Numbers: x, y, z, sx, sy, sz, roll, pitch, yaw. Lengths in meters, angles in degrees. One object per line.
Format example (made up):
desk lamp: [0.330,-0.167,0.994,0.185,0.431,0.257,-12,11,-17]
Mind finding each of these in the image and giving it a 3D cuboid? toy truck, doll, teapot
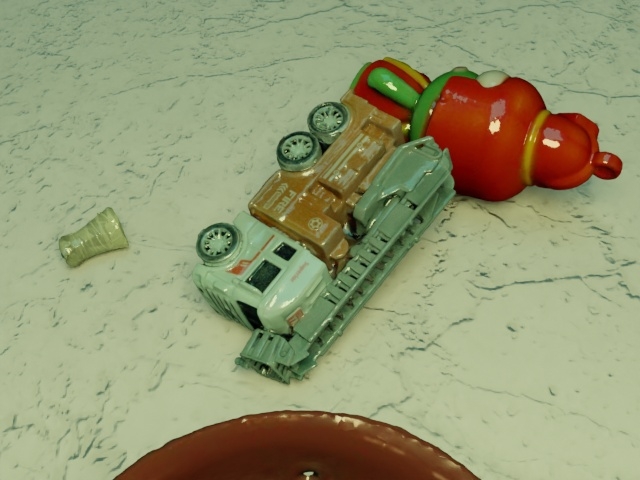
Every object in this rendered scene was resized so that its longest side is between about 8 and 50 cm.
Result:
toy truck: [0.000,0.000,0.884,0.184,0.133,0.338,29,70,28]
doll: [0.203,-0.135,0.987,0.363,0.182,0.160,17,74,27]
teapot: [-0.294,-0.001,0.983,0.083,0.057,0.067,-29,17,-17]

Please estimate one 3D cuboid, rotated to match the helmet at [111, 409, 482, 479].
helmet: [0.002,0.312,0.451,0.384,0.230,0.338,25,40,2]
